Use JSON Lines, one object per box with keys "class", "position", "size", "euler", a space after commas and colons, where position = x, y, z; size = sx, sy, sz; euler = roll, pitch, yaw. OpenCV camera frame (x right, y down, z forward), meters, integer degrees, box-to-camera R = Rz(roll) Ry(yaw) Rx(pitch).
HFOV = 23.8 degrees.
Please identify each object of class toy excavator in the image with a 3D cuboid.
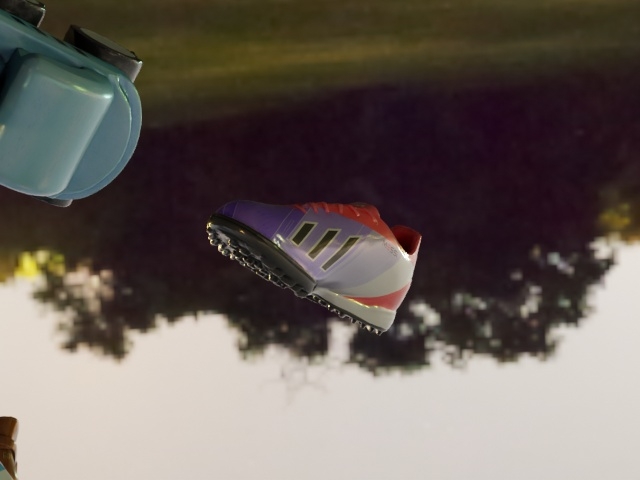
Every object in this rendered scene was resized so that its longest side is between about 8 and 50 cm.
{"class": "toy excavator", "position": [-0.393, -0.168, 1.758], "size": [0.433, 0.222, 0.445], "euler": [26, -171, -24]}

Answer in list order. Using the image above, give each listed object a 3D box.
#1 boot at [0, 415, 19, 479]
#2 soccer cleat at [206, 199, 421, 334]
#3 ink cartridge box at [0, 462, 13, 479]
{"class": "boot", "position": [-0.441, 0.322, 1.997], "size": [0.073, 0.152, 0.197], "euler": [18, 151, -29]}
{"class": "soccer cleat", "position": [0.000, 0.000, 1.483], "size": [0.109, 0.116, 0.318], "euler": [27, 179, 33]}
{"class": "ink cartridge box", "position": [-0.430, 0.356, 1.606], "size": [0.197, 0.198, 0.270], "euler": [-24, -152, 7]}
